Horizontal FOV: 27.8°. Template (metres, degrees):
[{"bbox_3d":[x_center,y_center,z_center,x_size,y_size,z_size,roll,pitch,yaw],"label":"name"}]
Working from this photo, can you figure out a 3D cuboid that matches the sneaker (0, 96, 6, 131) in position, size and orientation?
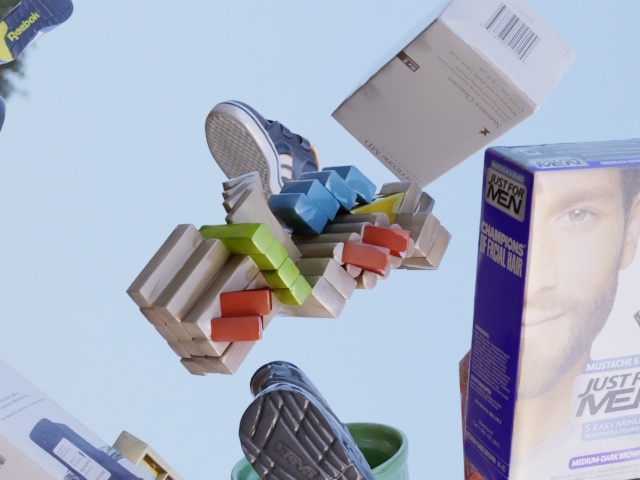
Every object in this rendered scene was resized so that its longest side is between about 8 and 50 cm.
[{"bbox_3d":[-0.383,-0.057,1.164,0.097,0.234,0.084,43,-6,-19],"label":"sneaker"}]

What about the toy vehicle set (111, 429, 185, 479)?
[{"bbox_3d":[-0.214,0.326,1.440,0.035,0.166,0.267,27,-17,21],"label":"toy vehicle set"}]

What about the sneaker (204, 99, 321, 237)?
[{"bbox_3d":[-0.088,-0.141,2.105,0.126,0.127,0.321,17,-28,27],"label":"sneaker"}]

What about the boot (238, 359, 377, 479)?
[{"bbox_3d":[0.035,0.276,1.329,0.338,0.118,0.223,63,2,-1],"label":"boot"}]

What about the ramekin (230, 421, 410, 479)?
[{"bbox_3d":[0.012,0.428,2.167,0.303,0.303,0.148,10,-66,63],"label":"ramekin"}]

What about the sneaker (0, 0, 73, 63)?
[{"bbox_3d":[-0.360,-0.261,1.568,0.059,0.144,0.053,-20,-70,50],"label":"sneaker"}]

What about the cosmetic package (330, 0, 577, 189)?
[{"bbox_3d":[0.206,-0.251,2.096,0.217,0.156,0.385,41,-31,-5],"label":"cosmetic package"}]

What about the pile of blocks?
[{"bbox_3d":[0.000,0.000,1.174,0.113,0.362,0.149,-2,-71,45],"label":"pile of blocks"}]

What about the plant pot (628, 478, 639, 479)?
[{"bbox_3d":[0.367,0.416,1.464,0.293,0.293,0.196,58,-49,36],"label":"plant pot"}]

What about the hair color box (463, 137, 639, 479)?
[{"bbox_3d":[0.255,0.075,1.287,0.110,0.185,0.338,-141,-131,-64],"label":"hair color box"}]

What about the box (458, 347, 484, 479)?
[{"bbox_3d":[0.331,0.281,2.128,0.142,0.154,0.300,-56,-163,31],"label":"box"}]

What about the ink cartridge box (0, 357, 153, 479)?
[{"bbox_3d":[-0.234,0.232,1.023,0.237,0.100,0.172,37,-75,9],"label":"ink cartridge box"}]
